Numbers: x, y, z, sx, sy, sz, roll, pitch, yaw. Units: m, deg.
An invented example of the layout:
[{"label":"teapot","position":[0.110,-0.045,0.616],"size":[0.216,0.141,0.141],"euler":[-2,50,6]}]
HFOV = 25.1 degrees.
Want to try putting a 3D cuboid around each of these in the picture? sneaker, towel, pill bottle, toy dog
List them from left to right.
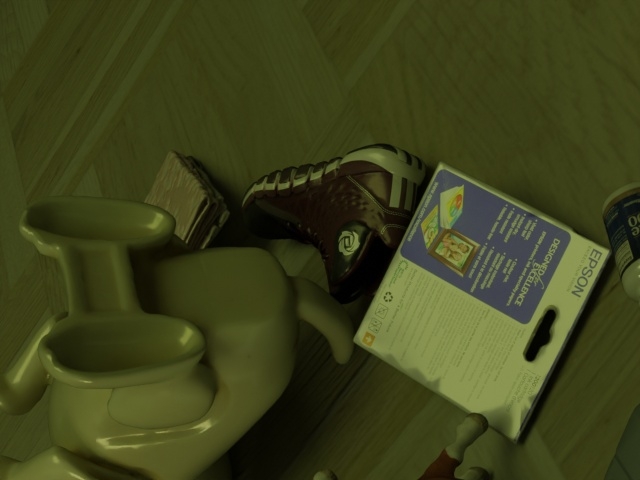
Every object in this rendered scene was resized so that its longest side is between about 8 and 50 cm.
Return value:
[{"label":"towel","position":[-0.222,0.052,1.904],"size":[0.317,0.053,0.332],"euler":[-64,17,8]},{"label":"toy dog","position":[-0.187,0.181,1.610],"size":[0.284,0.395,0.408],"euler":[59,145,42]},{"label":"sneaker","position":[0.000,0.000,1.626],"size":[0.281,0.106,0.162],"euler":[-20,59,49]},{"label":"pill bottle","position":[0.286,0.013,1.231],"size":[0.067,0.067,0.120],"euler":[-41,42,36]}]

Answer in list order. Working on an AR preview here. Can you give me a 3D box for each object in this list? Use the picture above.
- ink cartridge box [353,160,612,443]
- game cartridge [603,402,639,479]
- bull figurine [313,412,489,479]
[{"label":"ink cartridge box","position":[0.158,0.058,1.386],"size":[0.208,0.045,0.206],"euler":[31,100,33]},{"label":"game cartridge","position":[0.233,0.273,1.082],"size":[0.198,0.062,0.297],"euler":[-111,37,-81]},{"label":"bull figurine","position":[0.080,0.260,1.293],"size":[0.310,0.101,0.188],"euler":[-20,19,29]}]
